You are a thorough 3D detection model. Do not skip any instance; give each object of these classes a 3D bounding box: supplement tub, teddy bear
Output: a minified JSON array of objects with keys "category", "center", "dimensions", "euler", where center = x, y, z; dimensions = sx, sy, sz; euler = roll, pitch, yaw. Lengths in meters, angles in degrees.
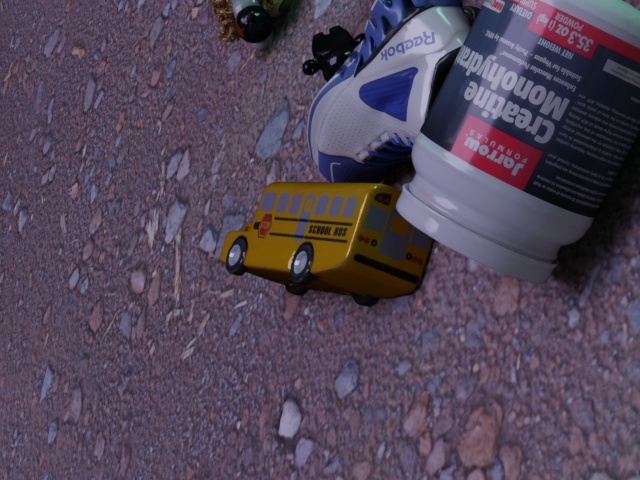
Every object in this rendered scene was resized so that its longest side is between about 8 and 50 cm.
[{"category":"supplement tub","center":[0.206,-0.116,1.390],"dimensions":[0.272,0.191,0.191],"euler":[-64,29,11]},{"category":"teddy bear","center":[-0.097,-0.443,2.253],"dimensions":[0.245,0.113,0.338],"euler":[-52,24,17]}]

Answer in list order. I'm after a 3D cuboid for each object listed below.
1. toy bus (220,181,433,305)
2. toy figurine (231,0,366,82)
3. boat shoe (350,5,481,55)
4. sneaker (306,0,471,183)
[{"category":"toy bus","center":[0.000,0.000,1.768],"dimensions":[0.332,0.108,0.130],"euler":[5,77,61]},{"category":"toy figurine","center":[-0.007,-0.324,1.879],"dimensions":[0.213,0.209,0.148],"euler":[-61,19,19]},{"category":"boat shoe","center":[0.120,-0.236,1.749],"dimensions":[0.227,0.068,0.081],"euler":[-18,57,56]},{"category":"sneaker","center":[0.100,-0.141,1.643],"dimensions":[0.182,0.127,0.315],"euler":[62,144,30]}]
